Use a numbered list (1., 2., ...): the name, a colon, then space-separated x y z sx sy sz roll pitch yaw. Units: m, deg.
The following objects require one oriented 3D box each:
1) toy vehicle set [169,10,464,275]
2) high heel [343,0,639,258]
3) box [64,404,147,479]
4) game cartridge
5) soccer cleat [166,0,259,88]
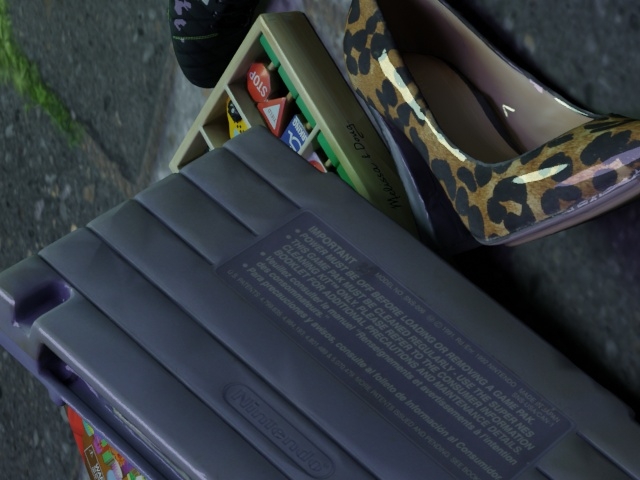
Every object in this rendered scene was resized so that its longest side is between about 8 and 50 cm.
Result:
1. toy vehicle set: 0.000 0.000 1.235 0.267 0.035 0.166 59 139 24
2. high heel: 0.097 -0.092 1.031 0.261 0.093 0.186 -16 93 62
3. box: -0.098 0.177 1.391 0.201 0.057 0.293 -40 68 48
4. game cartridge: 0.014 0.091 1.032 0.355 0.230 0.068 40 136 23
5. soccer cleat: -0.060 -0.183 1.248 0.072 0.060 0.178 31 120 43
